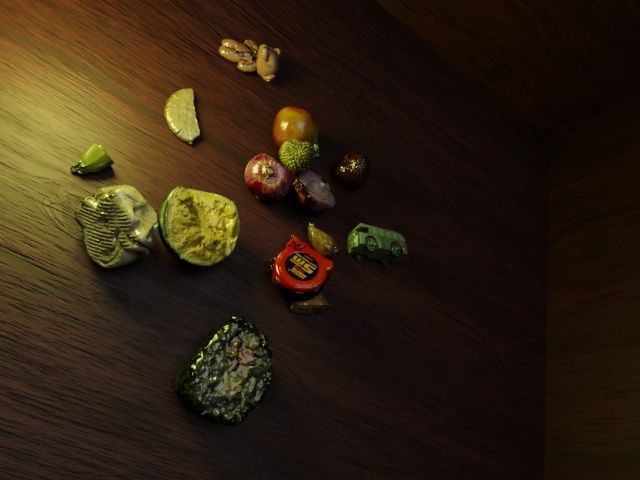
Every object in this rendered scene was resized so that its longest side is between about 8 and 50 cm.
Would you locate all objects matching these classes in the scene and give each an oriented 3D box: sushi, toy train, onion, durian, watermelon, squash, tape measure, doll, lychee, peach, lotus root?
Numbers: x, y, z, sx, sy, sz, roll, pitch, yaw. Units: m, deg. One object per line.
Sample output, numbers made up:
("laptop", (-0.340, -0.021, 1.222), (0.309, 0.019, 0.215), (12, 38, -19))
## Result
("sushi", (-0.323, 0.473, 1.565), (0.294, 0.178, 0.352), (42, 56, -12))
("toy train", (0.283, 0.022, 2.159), (0.326, 0.129, 0.159), (12, 58, -26))
("onion", (-0.237, -0.267, 1.936), (0.207, 0.201, 0.200), (46, 52, -28))
("durian", (-0.103, -0.377, 1.953), (0.159, 0.146, 0.198), (17, 15, 13))
("onion", (-0.063, -0.225, 2.023), (0.283, 0.120, 0.227), (2, 54, -58))
("watermelon", (-0.481, -0.048, 1.681), (0.331, 0.189, 0.330), (6, 81, -41))
("squash", (-0.853, -0.285, 1.623), (0.105, 0.105, 0.132), (45, 67, -8))
("tape measure", (-0.090, 0.129, 1.853), (0.253, 0.114, 0.260), (34, 52, 12))
("doll", (-0.339, -0.924, 2.164), (0.303, 0.156, 0.201), (15, 69, -21))
("lychee", (0.166, -0.358, 2.214), (0.194, 0.194, 0.194), (12, 64, -27))
("peach", (-0.120, -0.522, 2.087), (0.231, 0.231, 0.231), (12, 64, -27))
("lotus root", (0.000, 0.000, 2.020), (0.191, 0.094, 0.108), (44, 21, 4))

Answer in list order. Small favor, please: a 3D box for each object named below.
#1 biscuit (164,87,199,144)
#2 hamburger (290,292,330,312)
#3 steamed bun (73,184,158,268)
("biscuit", (-0.606, -0.550, 1.908), (0.141, 0.038, 0.289), (-1, 70, -31))
("hamburger", (-0.049, 0.258, 1.887), (0.176, 0.087, 0.102), (1, 51, -19))
("steamed bun", (-0.686, -0.053, 1.544), (0.280, 0.268, 0.207), (63, 24, -1))
